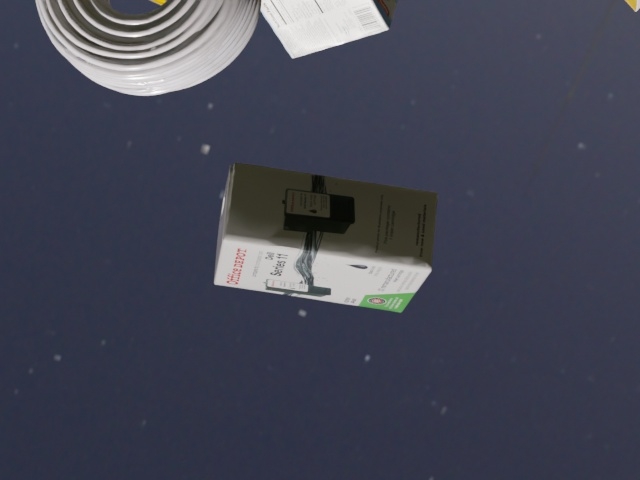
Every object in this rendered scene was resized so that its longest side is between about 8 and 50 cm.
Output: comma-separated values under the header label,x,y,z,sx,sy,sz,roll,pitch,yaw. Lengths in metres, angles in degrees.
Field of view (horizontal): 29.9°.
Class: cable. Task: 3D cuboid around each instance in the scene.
label,x,y,z,sx,sy,sz,roll,pitch,yaw
cable,-0.196,-0.296,1.362,0.257,0.257,0.089,-1,170,8

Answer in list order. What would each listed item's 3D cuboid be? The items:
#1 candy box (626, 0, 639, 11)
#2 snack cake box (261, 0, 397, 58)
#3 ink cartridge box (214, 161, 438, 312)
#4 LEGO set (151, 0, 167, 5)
label,x,y,z,sx,sy,sz,roll,pitch,yaw
candy box,0.405,-0.385,1.347,0.159,0.233,0.071,34,-143,-35
snack cake box,-0.027,-0.371,1.523,0.152,0.264,0.089,-11,-137,29
ink cartridge box,0.000,0.000,1.219,0.208,0.153,0.087,9,-111,-5
LEGO set,-0.201,-0.514,1.984,0.192,0.331,0.255,20,165,-27
